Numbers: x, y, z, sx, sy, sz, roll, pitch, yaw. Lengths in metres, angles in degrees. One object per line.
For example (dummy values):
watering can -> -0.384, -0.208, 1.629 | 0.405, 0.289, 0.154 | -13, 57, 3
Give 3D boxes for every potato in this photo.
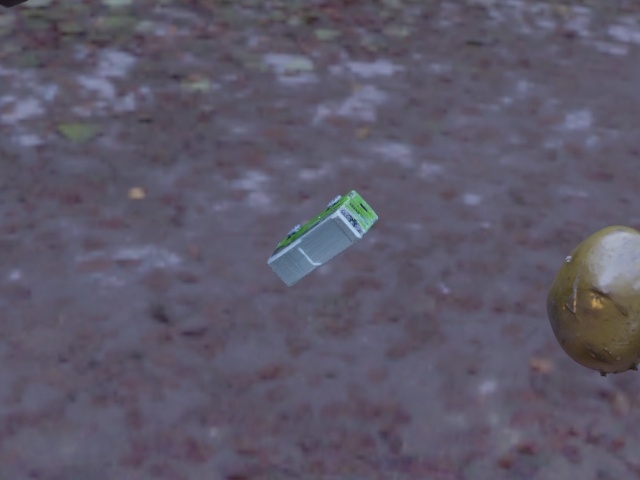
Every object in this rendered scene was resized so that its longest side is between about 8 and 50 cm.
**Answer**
potato -> 0.305, 0.065, 1.478 | 0.137, 0.176, 0.137 | 1, 40, -1

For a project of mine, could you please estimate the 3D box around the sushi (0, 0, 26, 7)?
sushi -> -0.223, -0.223, 0.872 | 0.225, 0.127, 0.124 | -9, 53, -2

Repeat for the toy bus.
toy bus -> 0.000, 0.000, 0.942 | 0.031, 0.083, 0.037 | 47, 40, -9
